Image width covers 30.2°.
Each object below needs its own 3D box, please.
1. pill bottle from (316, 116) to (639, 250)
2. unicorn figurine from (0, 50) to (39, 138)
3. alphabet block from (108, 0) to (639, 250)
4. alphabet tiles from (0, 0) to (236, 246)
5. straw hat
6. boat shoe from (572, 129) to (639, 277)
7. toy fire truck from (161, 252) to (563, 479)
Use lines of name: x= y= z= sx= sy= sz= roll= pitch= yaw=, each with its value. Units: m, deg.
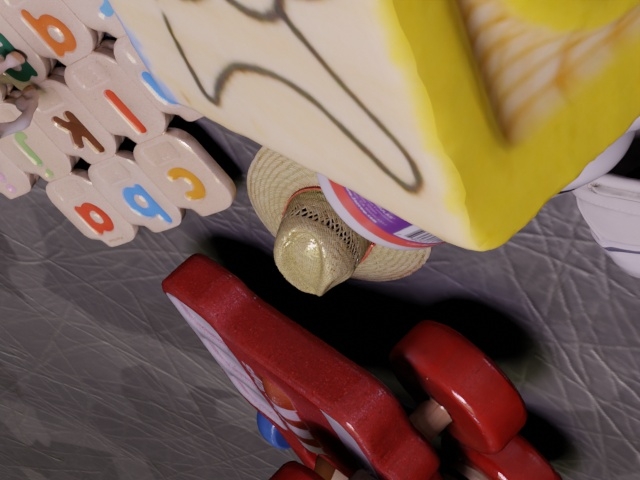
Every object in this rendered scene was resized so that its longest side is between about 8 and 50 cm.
pill bottle: x=0.085 y=-0.067 z=0.576 sx=0.108 sy=0.108 sz=0.193 roll=39 pitch=151 yaw=-15
unicorn figurine: x=-0.233 y=-0.081 z=0.749 sx=0.162 sy=0.111 sz=0.060 roll=5 pitch=136 yaw=30
alphabet block: x=0.028 y=-0.145 z=0.410 sx=0.197 sy=0.193 sz=0.192 roll=31 pitch=157 yaw=45
alphabet tiles: x=-0.189 y=-0.110 z=0.797 sx=0.284 sy=0.021 sz=0.278 roll=-16 pitch=124 yaw=44
straw hat: x=0.000 y=0.000 z=0.776 sx=0.145 sy=0.061 sz=0.144 roll=17 pitch=143 yaw=13
boat shoe: x=0.233 y=-0.043 z=0.548 sx=0.268 sy=0.096 sz=0.088 roll=-4 pitch=139 yaw=48
toy fire truck: x=0.022 y=0.150 z=0.881 sx=0.254 sy=0.169 sz=0.302 roll=34 pitch=163 yaw=40
